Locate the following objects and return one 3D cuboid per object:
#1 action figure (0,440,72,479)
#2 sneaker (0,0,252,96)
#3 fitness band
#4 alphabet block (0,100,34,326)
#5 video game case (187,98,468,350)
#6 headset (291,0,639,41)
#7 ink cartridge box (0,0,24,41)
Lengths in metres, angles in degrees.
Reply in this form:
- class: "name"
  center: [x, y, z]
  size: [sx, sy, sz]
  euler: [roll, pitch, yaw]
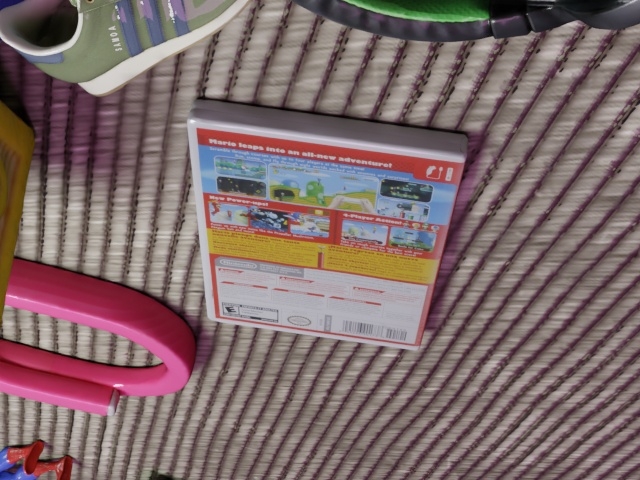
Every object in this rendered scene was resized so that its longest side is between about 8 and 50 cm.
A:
- class: "action figure"
  center: [-0.476, 0.361, 1.367]
  size: [0.280, 0.139, 0.091]
  euler: [-15, 137, 35]
- class: "sneaker"
  center: [-0.109, -0.150, 0.578]
  size: [0.192, 0.064, 0.086]
  euler: [-27, 152, 32]
- class: "fitness band"
  center: [-0.272, 0.101, 1.016]
  size: [0.291, 0.054, 0.209]
  euler: [14, 145, -8]
- class: "alphabet block"
  center: [-0.337, -0.027, 0.690]
  size: [0.197, 0.193, 0.192]
  euler: [5, 168, 7]
- class: "video game case"
  center: [0.000, 0.000, 0.830]
  size: [0.204, 0.025, 0.285]
  euler: [8, 145, 3]
- class: "headset"
  center: [0.116, -0.184, 0.402]
  size: [0.394, 0.185, 0.243]
  euler: [-11, 140, 26]
- class: "ink cartridge box"
  center: [-0.264, -0.236, 0.529]
  size: [0.307, 0.072, 0.303]
  euler: [10, 145, 3]
